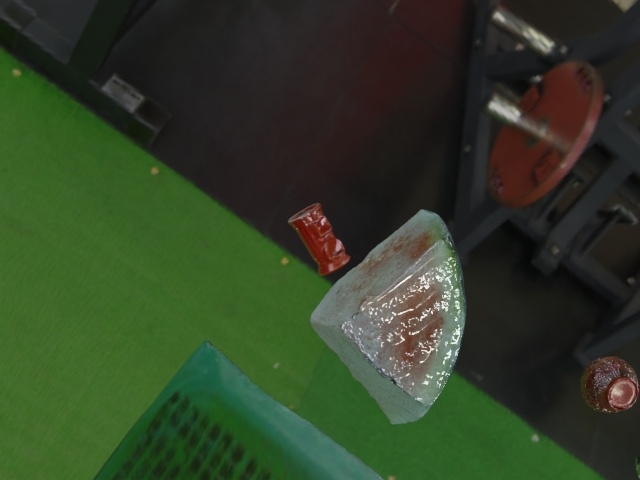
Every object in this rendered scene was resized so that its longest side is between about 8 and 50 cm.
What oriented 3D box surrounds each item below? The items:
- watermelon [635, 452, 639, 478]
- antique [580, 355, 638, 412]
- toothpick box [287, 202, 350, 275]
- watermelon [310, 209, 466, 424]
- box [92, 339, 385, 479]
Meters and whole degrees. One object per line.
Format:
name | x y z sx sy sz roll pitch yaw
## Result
watermelon | 0.374 0.238 0.929 0.072 0.092 0.084 66 26 -21
antique | 0.501 0.250 1.577 0.104 0.104 0.104 17 53 -25
toothpick box | 0.000 0.000 1.114 0.047 0.047 0.083 -39 103 -43
watermelon | 0.113 0.138 1.561 0.259 0.228 0.387 7 96 -2
box | -0.042 0.231 0.488 0.106 0.337 0.264 41 81 -36
